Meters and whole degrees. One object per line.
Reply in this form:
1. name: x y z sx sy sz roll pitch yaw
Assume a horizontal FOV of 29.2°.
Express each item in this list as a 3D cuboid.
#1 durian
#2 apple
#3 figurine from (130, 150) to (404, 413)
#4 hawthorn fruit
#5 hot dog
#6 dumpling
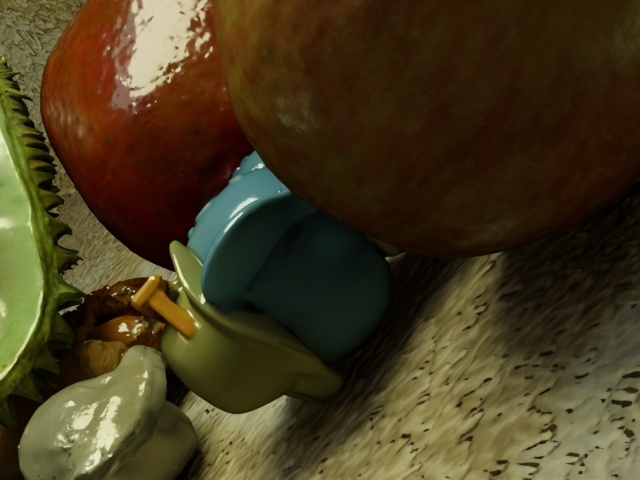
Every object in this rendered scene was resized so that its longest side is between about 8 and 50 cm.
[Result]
1. durian: -0.301 0.022 0.978 0.163 0.198 0.395 -28 49 53
2. apple: 0.076 -0.140 0.636 0.309 0.277 0.250 -46 -6 -35
3. figurine: 0.003 0.001 0.799 0.262 0.154 0.180 -41 1 -26
4. hawthorn fruit: -0.095 -0.109 1.057 0.295 0.295 0.312 -32 50 50
5. hot dog: -0.240 0.133 1.123 0.158 0.117 0.349 -30 -4 -46
6. dumpling: -0.150 0.144 0.897 0.136 0.118 0.199 -52 10 23
